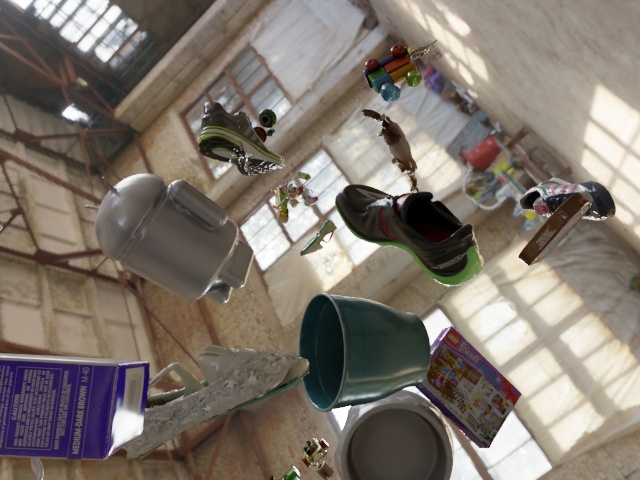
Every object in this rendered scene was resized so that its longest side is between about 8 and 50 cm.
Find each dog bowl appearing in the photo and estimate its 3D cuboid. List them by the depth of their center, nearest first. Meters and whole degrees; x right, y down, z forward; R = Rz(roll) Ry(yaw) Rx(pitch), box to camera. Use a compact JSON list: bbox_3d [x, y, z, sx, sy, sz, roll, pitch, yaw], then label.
[{"bbox_3d":[0.208,0.598,1.648,0.349,0.348,0.102,50,179,5],"label":"dog bowl"}]

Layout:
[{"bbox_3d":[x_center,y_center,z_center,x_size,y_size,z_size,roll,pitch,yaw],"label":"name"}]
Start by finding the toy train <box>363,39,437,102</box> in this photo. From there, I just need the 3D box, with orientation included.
[{"bbox_3d":[0.265,-0.513,1.766,0.105,0.247,0.143,57,-173,-47],"label":"toy train"}]

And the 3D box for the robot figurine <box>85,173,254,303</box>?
[{"bbox_3d":[-0.316,-0.006,1.244,0.353,0.300,0.200,33,-143,-19],"label":"robot figurine"}]

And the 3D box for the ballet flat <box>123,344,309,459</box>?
[{"bbox_3d":[-0.220,0.273,1.076,0.147,0.408,0.147,53,-162,-25],"label":"ballet flat"}]

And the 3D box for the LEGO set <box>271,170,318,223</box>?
[{"bbox_3d":[-0.087,-0.161,2.021,0.132,0.107,0.287,50,-156,0],"label":"LEGO set"}]

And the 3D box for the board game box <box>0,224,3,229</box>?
[{"bbox_3d":[-1.052,-0.002,1.584,0.086,0.308,0.302,26,158,10],"label":"board game box"}]

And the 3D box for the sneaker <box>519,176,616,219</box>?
[{"bbox_3d":[0.657,-0.095,1.592,0.319,0.131,0.112,-132,19,-79],"label":"sneaker"}]

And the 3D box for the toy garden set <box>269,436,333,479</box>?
[{"bbox_3d":[-0.054,0.533,1.287,0.049,0.204,0.244,47,171,-6],"label":"toy garden set"}]

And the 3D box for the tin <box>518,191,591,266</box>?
[{"bbox_3d":[0.483,-0.019,1.223,0.106,0.190,0.040,-13,-127,-42],"label":"tin"}]

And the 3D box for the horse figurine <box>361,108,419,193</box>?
[{"bbox_3d":[0.211,-0.257,1.640,0.263,0.066,0.174,63,-162,7],"label":"horse figurine"}]

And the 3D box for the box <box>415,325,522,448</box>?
[{"bbox_3d":[0.416,0.419,1.699,0.293,0.201,0.057,44,154,-1],"label":"box"}]

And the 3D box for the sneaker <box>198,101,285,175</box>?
[{"bbox_3d":[-0.178,-0.240,1.418,0.300,0.111,0.122,24,-120,-62],"label":"sneaker"}]

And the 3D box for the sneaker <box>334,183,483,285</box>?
[{"bbox_3d":[0.232,-0.066,1.579,0.482,0.185,0.202,29,143,38],"label":"sneaker"}]

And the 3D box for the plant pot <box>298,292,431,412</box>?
[{"bbox_3d":[0.114,0.266,1.422,0.255,0.272,0.272,4,-146,-23],"label":"plant pot"}]

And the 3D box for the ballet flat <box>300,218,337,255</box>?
[{"bbox_3d":[0.000,0.000,1.884,0.052,0.168,0.057,44,153,-10],"label":"ballet flat"}]

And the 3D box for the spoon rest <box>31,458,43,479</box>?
[{"bbox_3d":[-0.758,0.617,1.366,0.084,0.137,0.276,28,-145,21],"label":"spoon rest"}]

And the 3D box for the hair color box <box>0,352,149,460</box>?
[{"bbox_3d":[-0.390,0.182,0.684,0.185,0.338,0.110,116,160,-78],"label":"hair color box"}]

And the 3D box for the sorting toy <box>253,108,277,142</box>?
[{"bbox_3d":[-0.152,-0.296,1.567,0.061,0.102,0.042,30,-156,1],"label":"sorting toy"}]
